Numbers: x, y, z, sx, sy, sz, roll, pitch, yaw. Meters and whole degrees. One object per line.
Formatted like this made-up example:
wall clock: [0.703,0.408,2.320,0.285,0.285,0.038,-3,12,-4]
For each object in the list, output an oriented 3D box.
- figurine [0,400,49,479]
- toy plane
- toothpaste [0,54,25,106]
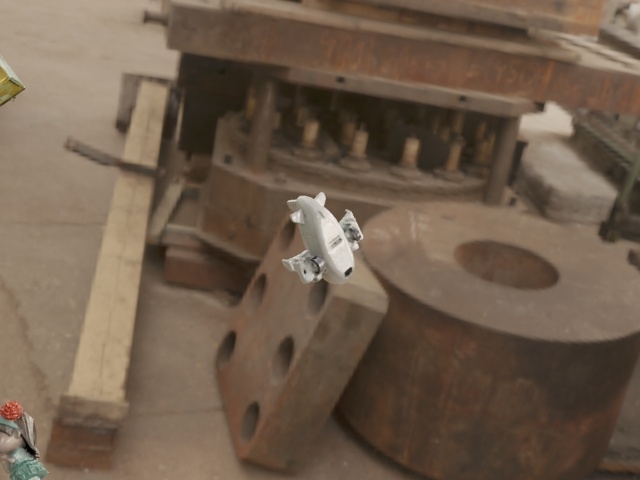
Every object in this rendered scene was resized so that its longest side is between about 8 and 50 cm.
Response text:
figurine: [-0.316,0.225,1.054,0.047,0.060,0.106,-14,64,-28]
toy plane: [0.002,0.000,1.735,0.174,0.174,0.080,-7,1,-39]
toothpaste: [-0.446,-0.096,0.983,0.089,0.313,0.071,54,-3,-4]
